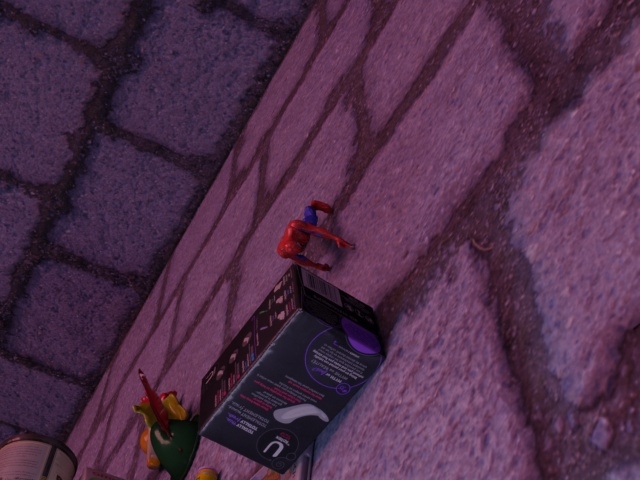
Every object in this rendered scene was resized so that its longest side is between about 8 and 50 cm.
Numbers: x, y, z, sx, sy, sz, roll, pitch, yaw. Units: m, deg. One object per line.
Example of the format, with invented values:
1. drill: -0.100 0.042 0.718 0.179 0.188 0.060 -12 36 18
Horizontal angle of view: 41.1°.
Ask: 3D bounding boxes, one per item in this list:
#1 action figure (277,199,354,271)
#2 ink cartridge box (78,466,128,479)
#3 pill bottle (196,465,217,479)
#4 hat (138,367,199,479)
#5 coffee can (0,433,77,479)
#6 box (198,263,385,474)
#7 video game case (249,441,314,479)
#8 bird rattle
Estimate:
1. action figure: 0.000 0.000 1.664 0.091 0.139 0.280 -64 -6 16
2. ink cartridge box: -0.507 0.703 2.011 0.197 0.198 0.270 -65 17 4
3. pill bottle: -0.231 0.498 1.719 0.043 0.043 0.083 -57 18 27
4. hat: -0.400 0.463 2.040 0.173 0.184 0.208 -54 20 35
5. coffee can: -0.718 0.634 2.050 0.201 0.202 0.275 -55 19 31
6. box: -0.049 0.200 1.325 0.270 0.165 0.143 -51 20 18
7. video game case: -0.076 0.430 1.375 0.212 0.023 0.193 -51 22 40
8. bird rattle: -0.441 0.495 2.245 0.253 0.143 0.206 152 123 -69
